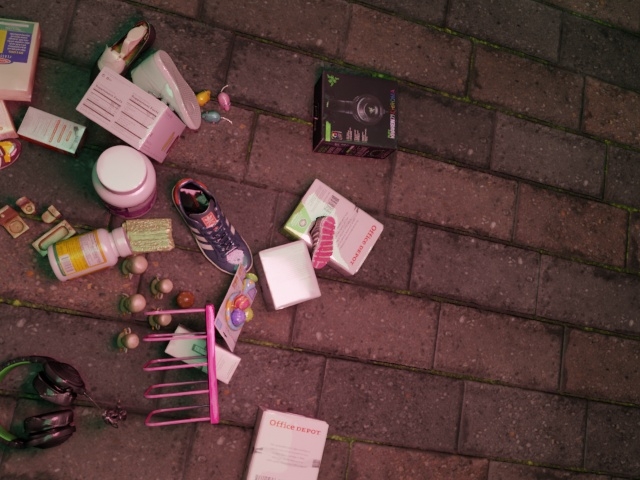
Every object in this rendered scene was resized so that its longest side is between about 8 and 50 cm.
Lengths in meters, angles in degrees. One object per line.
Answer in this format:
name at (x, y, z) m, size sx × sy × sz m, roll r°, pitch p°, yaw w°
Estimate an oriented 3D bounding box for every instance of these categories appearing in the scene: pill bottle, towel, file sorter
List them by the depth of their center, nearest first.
file sorter at (-0.367, 0.319, 1.483) m, size 0.182 × 0.202 × 0.291 m, roll -2°, pitch 84°, yaw -12°
pill bottle at (-0.552, -0.166, 1.604) m, size 0.169 × 0.301 × 0.169 m, roll 2°, pitch 81°, yaw -15°
pill bottle at (-0.660, 0.033, 1.636) m, size 0.208 × 0.117 × 0.117 m, roll -20°, pitch 87°, yaw -12°
towel at (-0.526, -0.015, 1.733) m, size 0.148 × 0.027 × 0.110 m, roll -6°, pitch 83°, yaw -14°

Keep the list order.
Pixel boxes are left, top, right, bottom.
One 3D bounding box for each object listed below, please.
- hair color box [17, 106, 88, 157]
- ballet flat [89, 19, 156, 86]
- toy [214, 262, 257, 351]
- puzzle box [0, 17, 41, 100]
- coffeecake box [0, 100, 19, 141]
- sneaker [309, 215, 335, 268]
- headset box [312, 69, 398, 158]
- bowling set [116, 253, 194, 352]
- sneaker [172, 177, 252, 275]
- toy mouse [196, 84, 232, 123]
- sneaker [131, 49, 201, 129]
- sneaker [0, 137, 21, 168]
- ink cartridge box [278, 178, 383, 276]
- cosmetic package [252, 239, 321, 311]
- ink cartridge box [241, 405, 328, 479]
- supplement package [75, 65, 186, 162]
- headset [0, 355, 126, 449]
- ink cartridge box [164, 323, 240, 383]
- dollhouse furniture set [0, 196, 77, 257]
hair color box at (-0.796, -0.321, 1.692) m, size 0.167 × 0.053 × 0.093 m, roll 20°, pitch 76°, yaw -10°
ballet flat at (-0.618, -0.582, 1.755) m, size 0.095 × 0.096 × 0.280 m, roll 35°, pitch 75°, yaw -8°
toy at (-0.230, 0.193, 1.678) m, size 0.056 × 0.137 × 0.237 m, roll -6°, pitch 42°, yaw 19°
puzzle box at (-1.033, -0.530, 1.618) m, size 0.409 × 0.052 × 0.272 m, roll 2°, pitch 63°, yaw -14°
coffeecake box at (-0.995, -0.345, 1.633) m, size 0.185 × 0.068 × 0.142 m, roll -21°, pitch 87°, yaw -17°
sneaker at (0.000, 0.000, 1.739) m, size 0.063 × 0.075 × 0.170 m, roll 2°, pitch 107°, yaw -29°
headset box at (0.106, -0.419, 1.907) m, size 0.283 × 0.131 × 0.246 m, roll 5°, pitch 80°, yaw -14°
bowling set at (-0.490, 0.191, 1.672) m, size 0.200 × 0.154 × 0.287 m, roll 12°, pitch 77°, yaw -32°
sneaker at (-0.330, -0.041, 1.726) m, size 0.131 × 0.148 × 0.350 m, roll -40°, pitch 94°, yaw -17°
toy mouse at (-0.337, -0.434, 1.842) m, size 0.161 × 0.031 × 0.143 m, roll -44°, pitch 95°, yaw -16°
sneaker at (-0.487, -0.449, 1.784) m, size 0.151 × 0.094 × 0.256 m, roll -20°, pitch 109°, yaw 25°
sneaker at (-0.947, -0.235, 1.622) m, size 0.185 × 0.084 × 0.069 m, roll -41°, pitch 94°, yaw -16°
ink cartridge box at (0.035, -0.037, 1.840) m, size 0.273 × 0.115 × 0.198 m, roll 35°, pitch 76°, yaw -8°
cosmetic package at (-0.108, 0.111, 1.762) m, size 0.151 × 0.151 × 0.184 m, roll -15°, pitch 85°, yaw -16°
ink cartridge box at (-0.112, 0.660, 1.698) m, size 0.207 × 0.117 × 0.283 m, roll 16°, pitch 79°, yaw -12°
supplement package at (-0.532, -0.352, 1.634) m, size 0.204 × 0.262 × 0.145 m, roll 33°, pitch 89°, yaw -2°
headset at (-0.725, 0.447, 1.530) m, size 0.394 × 0.185 × 0.243 m, roll 9°, pitch 80°, yaw -2°
ink cartridge box at (-0.347, 0.330, 1.667) m, size 0.203 × 0.148 × 0.086 m, roll 29°, pitch 79°, yaw -8°
dollhouse furniture set at (-0.809, -0.042, 1.610) m, size 0.144 × 0.123 × 0.151 m, roll -42°, pitch 94°, yaw -16°
